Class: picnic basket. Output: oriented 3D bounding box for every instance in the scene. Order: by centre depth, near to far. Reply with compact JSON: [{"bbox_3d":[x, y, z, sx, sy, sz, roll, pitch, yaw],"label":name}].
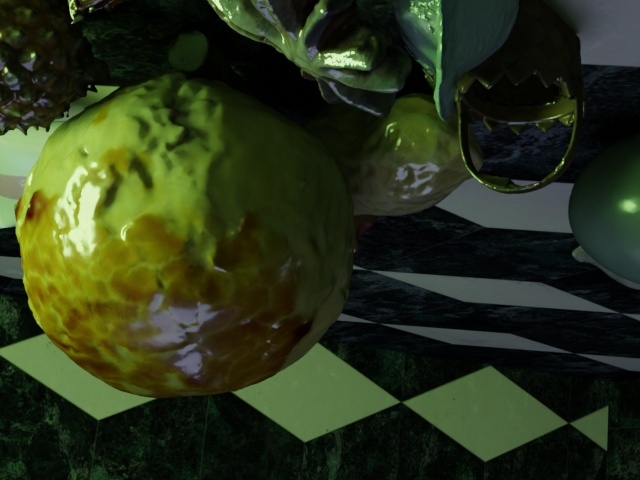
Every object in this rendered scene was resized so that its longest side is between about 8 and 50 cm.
[{"bbox_3d":[0.193,-0.134,1.054,0.128,0.179,0.137,-1,166,36],"label":"picnic basket"}]

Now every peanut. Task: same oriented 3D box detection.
[{"bbox_3d":[0.067,-0.102,1.279,0.152,0.152,0.313,13,177,-31],"label":"peanut"}]

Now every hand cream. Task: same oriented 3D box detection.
[{"bbox_3d":[-0.273,-0.095,1.402,0.358,0.118,0.186,-7,139,-6],"label":"hand cream"}]

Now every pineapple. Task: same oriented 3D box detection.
[{"bbox_3d":[-0.310,-0.183,1.094,0.193,0.166,0.166,7,167,-15],"label":"pineapple"}]

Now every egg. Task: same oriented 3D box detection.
[{"bbox_3d":[0.446,-0.040,1.312,0.282,0.203,0.203,-2,165,18],"label":"egg"}]

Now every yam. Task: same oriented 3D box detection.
[{"bbox_3d":[-0.106,-0.173,1.277,0.061,0.061,0.253,0,165,20],"label":"yam"}]

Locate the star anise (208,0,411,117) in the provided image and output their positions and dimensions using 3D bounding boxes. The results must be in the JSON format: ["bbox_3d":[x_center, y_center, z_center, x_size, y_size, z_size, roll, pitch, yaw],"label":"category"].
[{"bbox_3d":[-0.007,-0.204,0.937,0.257,0.111,0.198,41,171,-28],"label":"star anise"}]

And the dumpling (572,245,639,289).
[{"bbox_3d":[0.514,0.007,1.663,0.250,0.132,0.162,-12,156,6],"label":"dumpling"}]

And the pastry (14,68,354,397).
[{"bbox_3d":[-0.154,0.012,1.198,0.388,0.313,0.389,15,155,7],"label":"pastry"}]

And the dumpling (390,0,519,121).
[{"bbox_3d":[0.106,-0.192,0.938,0.104,0.149,0.216,34,179,12],"label":"dumpling"}]

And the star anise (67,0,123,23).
[{"bbox_3d":[-0.181,-0.257,0.944,0.097,0.070,0.190,-19,173,-18],"label":"star anise"}]

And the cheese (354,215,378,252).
[{"bbox_3d":[-0.016,0.018,1.802,0.202,0.177,0.128,14,164,-33],"label":"cheese"}]

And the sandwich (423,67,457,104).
[{"bbox_3d":[0.168,-0.181,1.185,0.093,0.036,0.104,-7,161,44],"label":"sandwich"}]
